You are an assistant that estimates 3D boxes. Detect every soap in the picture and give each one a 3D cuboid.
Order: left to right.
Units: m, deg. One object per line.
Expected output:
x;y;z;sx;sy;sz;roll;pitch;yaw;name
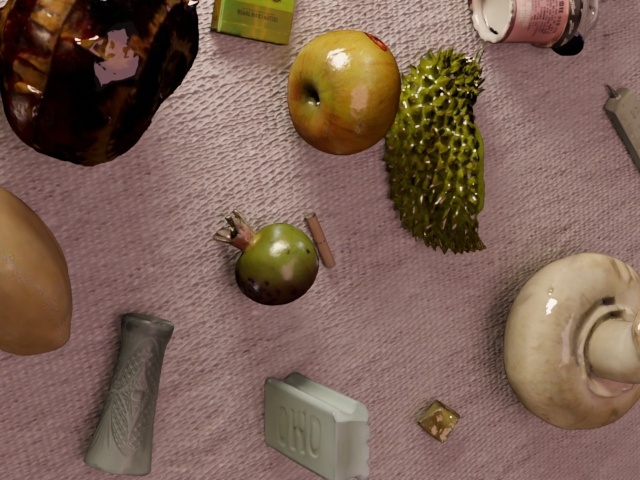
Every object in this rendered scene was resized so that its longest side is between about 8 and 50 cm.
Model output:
-0.007;0.283;1.762;0.067;0.198;0.119;-9;104;-33;soap

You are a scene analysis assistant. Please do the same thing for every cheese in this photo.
0.197;0.303;1.995;0.060;0.041;0.084;-53;138;-5;cheese

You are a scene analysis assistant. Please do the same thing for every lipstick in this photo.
0.000;0.000;1.818;0.019;0.019;0.094;-33;116;-24;lipstick

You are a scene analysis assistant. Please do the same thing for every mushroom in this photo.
0.456;0.162;2.019;0.315;0.315;0.356;-46;155;-17;mushroom

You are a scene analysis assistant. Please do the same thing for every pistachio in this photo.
-0.427;0.025;1.459;0.181;0.162;0.293;-41;124;0;pistachio

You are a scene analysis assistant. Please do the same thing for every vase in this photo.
-0.265;0.215;1.646;0.096;0.096;0.219;12;90;-34;vase

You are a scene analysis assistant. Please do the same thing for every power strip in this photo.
0.590;-0.194;2.162;0.060;0.027;0.252;-47;121;-17;power strip

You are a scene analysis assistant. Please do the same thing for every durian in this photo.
0.198;-0.136;1.889;0.169;0.158;0.351;-36;123;-62;durian

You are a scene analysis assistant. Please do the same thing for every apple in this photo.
0.038;-0.219;1.709;0.155;0.182;0.182;-13;107;-42;apple

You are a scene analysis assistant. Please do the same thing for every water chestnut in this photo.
-0.303;-0.247;1.449;0.300;0.300;0.299;-7;103;-32;water chestnut

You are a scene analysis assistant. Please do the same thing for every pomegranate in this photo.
-0.081;0.031;1.708;0.159;0.129;0.129;16;90;-28;pomegranate

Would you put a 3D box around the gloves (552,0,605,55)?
0.446;-0.421;1.979;0.229;0.097;0.119;-59;148;-17;gloves

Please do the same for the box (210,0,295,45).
-0.088;-0.386;1.677;0.121;0.030;0.193;6;97;-34;box

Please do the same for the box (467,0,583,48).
0.326;-0.383;1.884;0.135;0.151;0.151;-10;105;-23;box
